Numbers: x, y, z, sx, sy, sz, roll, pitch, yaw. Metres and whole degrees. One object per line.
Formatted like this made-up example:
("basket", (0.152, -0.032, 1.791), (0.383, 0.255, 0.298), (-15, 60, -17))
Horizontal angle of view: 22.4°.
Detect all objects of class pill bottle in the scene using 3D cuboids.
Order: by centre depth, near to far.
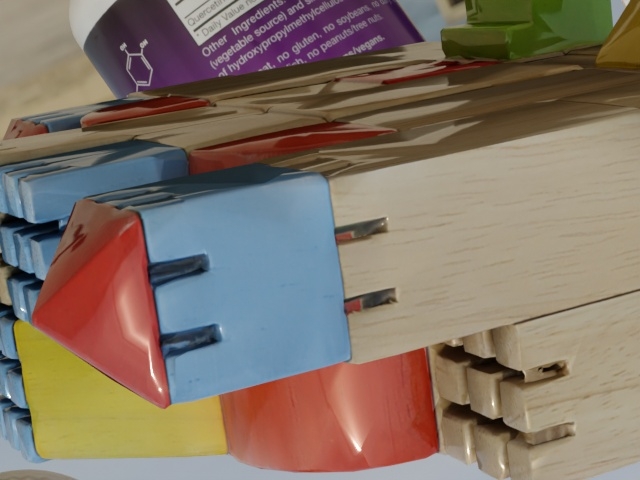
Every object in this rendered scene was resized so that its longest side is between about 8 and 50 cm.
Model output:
("pill bottle", (-0.033, -0.109, 1.012), (0.181, 0.323, 0.181), (-35, 177, -2))

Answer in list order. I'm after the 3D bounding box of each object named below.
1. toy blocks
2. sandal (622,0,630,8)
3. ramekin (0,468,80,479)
("toy blocks", (0.000, 0.000, 0.546), (0.260, 0.191, 0.381), (-13, -168, -23))
("sandal", (0.259, -0.299, 1.527), (0.076, 0.265, 0.102), (-5, -150, 39))
("ramekin", (-0.228, 0.283, 1.240), (0.207, 0.207, 0.109), (-25, 179, -7))
